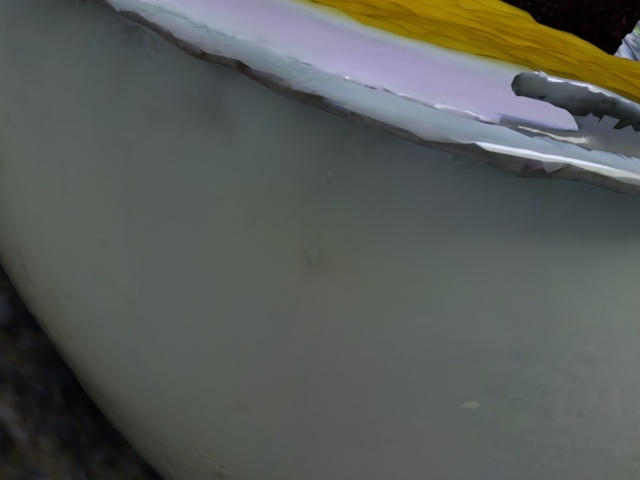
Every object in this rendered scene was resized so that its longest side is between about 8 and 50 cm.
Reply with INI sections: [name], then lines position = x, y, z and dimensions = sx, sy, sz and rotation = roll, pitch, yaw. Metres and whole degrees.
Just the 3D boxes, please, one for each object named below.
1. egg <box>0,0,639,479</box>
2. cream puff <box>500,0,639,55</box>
[egg]
position = -0.002, 0.000, 0.481
dimensions = 0.286, 0.174, 0.264
rotation = 29, 16, 32
[cream puff]
position = 0.084, -0.194, 0.890
dimensions = 0.239, 0.165, 0.239
rotation = 52, 22, -30
